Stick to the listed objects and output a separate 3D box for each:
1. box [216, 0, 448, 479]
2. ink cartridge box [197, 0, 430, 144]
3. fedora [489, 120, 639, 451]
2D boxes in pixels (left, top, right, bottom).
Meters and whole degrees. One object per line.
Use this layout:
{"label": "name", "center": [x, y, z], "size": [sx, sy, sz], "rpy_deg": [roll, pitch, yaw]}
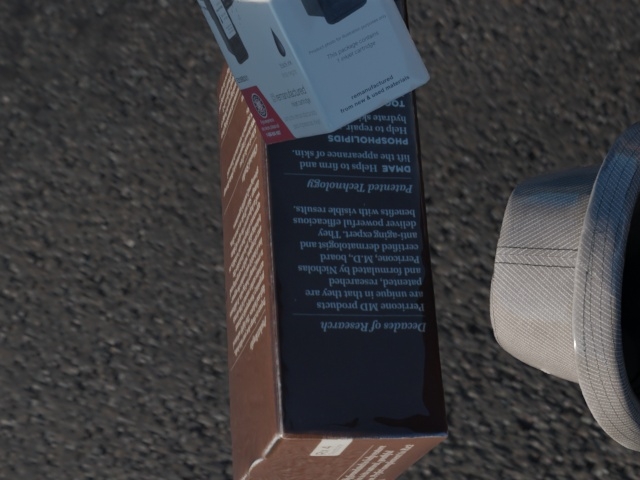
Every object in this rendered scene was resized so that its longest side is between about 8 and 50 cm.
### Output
{"label": "box", "center": [0.000, 0.000, 1.163], "size": [0.143, 0.191, 0.381], "rpy_deg": [3, 68, -13]}
{"label": "ink cartridge box", "center": [-0.020, -0.131, 0.723], "size": [0.063, 0.109, 0.150], "rpy_deg": [-29, 99, -17]}
{"label": "fedora", "center": [0.211, 0.029, 1.062], "size": [0.124, 0.275, 0.243], "rpy_deg": [5, 90, 34]}
